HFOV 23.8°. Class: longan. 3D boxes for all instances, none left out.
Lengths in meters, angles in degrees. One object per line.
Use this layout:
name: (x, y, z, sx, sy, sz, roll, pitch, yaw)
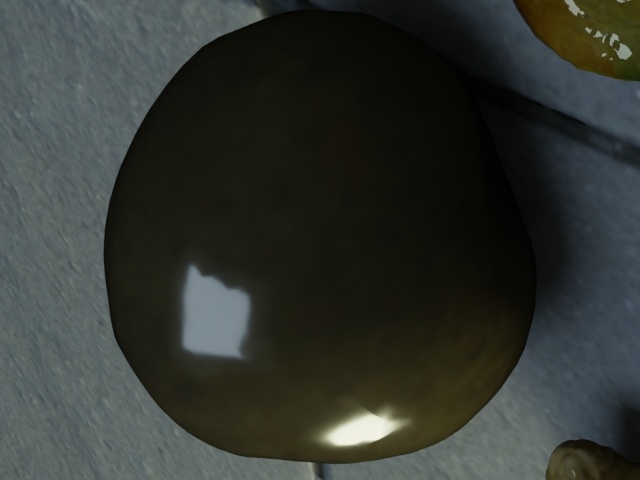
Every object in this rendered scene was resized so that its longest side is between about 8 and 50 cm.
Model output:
longan: (0.000, 0.000, 0.811, 0.215, 0.246, 0.246, 40, 149, 42)

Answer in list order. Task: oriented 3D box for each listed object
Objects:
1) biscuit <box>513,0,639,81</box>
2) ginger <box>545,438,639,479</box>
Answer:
biscuit: (0.102, -0.180, 0.667, 0.118, 0.029, 0.247, -8, 115, 47)
ginger: (0.218, 0.196, 0.814, 0.354, 0.126, 0.190, -3, 109, 50)
